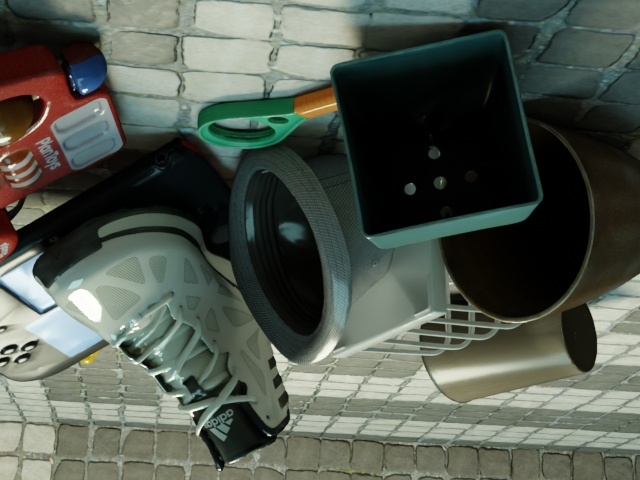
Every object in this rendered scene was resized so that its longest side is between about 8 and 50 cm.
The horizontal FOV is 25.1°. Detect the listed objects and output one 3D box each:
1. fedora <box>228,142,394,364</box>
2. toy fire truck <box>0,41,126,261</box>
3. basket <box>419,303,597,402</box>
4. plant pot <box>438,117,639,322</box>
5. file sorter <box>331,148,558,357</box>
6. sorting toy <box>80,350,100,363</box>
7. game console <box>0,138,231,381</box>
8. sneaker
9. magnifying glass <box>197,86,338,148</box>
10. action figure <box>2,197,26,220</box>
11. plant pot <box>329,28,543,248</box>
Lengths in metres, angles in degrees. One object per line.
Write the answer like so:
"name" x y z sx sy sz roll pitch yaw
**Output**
"fedora" 0.000 0.000 1.661 0.124 0.244 0.275 -20 142 -26
"toy fire truck" -0.322 -0.105 1.420 0.254 0.169 0.302 -30 165 -9
"basket" 0.303 0.161 2.252 0.227 0.154 0.204 -14 155 34
"plant pot" 0.283 -0.024 1.573 0.230 0.215 0.215 -1 170 -42
"file sorter" 0.142 0.028 1.745 0.173 0.193 0.277 6 163 -23
"sorting toy" -0.257 0.145 2.152 0.365 0.126 0.127 9 174 39
"game console" -0.270 0.038 1.761 0.386 0.060 0.342 -30 160 2
"sneaker" -0.147 0.125 1.693 0.169 0.257 0.447 -34 156 12
"magnifying glass" -0.037 -0.133 1.511 0.231 0.026 0.092 -14 157 41
"action figure" -0.451 -0.014 1.739 0.275 0.164 0.141 2 141 30
"plant pot" 0.116 -0.080 1.407 0.165 0.165 0.234 -12 170 5
